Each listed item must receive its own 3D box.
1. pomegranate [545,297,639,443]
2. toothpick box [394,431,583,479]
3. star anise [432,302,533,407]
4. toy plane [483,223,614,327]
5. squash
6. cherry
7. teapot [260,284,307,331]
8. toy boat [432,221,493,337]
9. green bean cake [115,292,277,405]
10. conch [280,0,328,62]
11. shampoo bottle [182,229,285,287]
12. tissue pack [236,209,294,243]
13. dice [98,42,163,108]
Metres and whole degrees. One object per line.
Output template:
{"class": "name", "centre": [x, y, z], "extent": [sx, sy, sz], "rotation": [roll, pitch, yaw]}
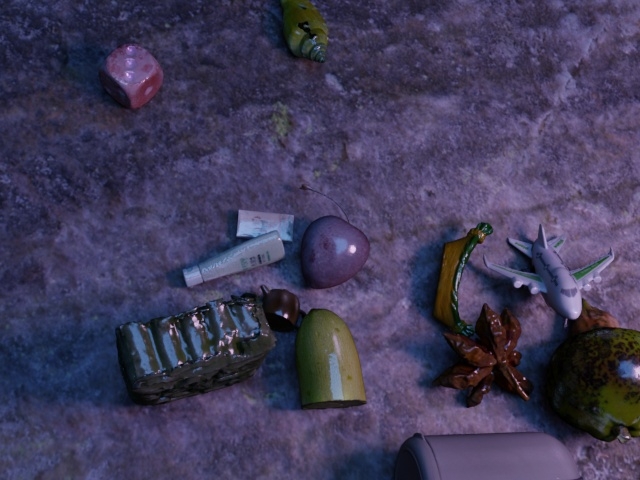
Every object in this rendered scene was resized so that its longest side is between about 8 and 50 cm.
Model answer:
{"class": "pomegranate", "centre": [0.522, 0.240, 1.515], "extent": [0.221, 0.276, 0.204], "rotation": [1, 107, -1]}
{"class": "toothpick box", "centre": [0.301, 0.425, 1.374], "extent": [0.316, 0.229, 0.229], "rotation": [-1, 71, -10]}
{"class": "star anise", "centre": [0.309, 0.213, 1.499], "extent": [0.212, 0.111, 0.196], "rotation": [12, 82, -16]}
{"class": "toy plane", "centre": [0.443, 0.072, 1.560], "extent": [0.251, 0.101, 0.255], "rotation": [-4, 36, -1]}
{"class": "squash", "centre": [0.012, 0.209, 1.465], "extent": [0.123, 0.123, 0.187], "rotation": [-5, 69, -11]}
{"class": "cherry", "centre": [-0.003, 0.006, 1.541], "extent": [0.188, 0.115, 0.148], "rotation": [31, 108, 10]}
{"class": "teapot", "centre": [-0.067, 0.124, 1.502], "extent": [0.121, 0.076, 0.068], "rotation": [34, 57, -26]}
{"class": "toy boat", "centre": [0.268, 0.070, 1.561], "extent": [0.088, 0.089, 0.230], "rotation": [10, 79, 7]}
{"class": "green bean cake", "centre": [-0.209, 0.181, 1.361], "extent": [0.241, 0.255, 0.132], "rotation": [-13, 76, -18]}
{"class": "conch", "centre": [-0.030, -0.435, 1.702], "extent": [0.094, 0.079, 0.201], "rotation": [6, 60, -27]}
{"class": "shampoo bottle", "centre": [-0.161, 0.038, 1.522], "extent": [0.190, 0.069, 0.041], "rotation": [-20, 51, -10]}
{"class": "tissue pack", "centre": [-0.105, -0.027, 1.570], "extent": [0.108, 0.023, 0.056], "rotation": [5, 72, -8]}
{"class": "dice", "centre": [-0.365, -0.318, 1.589], "extent": [0.091, 0.094, 0.093], "rotation": [40, 68, 6]}
